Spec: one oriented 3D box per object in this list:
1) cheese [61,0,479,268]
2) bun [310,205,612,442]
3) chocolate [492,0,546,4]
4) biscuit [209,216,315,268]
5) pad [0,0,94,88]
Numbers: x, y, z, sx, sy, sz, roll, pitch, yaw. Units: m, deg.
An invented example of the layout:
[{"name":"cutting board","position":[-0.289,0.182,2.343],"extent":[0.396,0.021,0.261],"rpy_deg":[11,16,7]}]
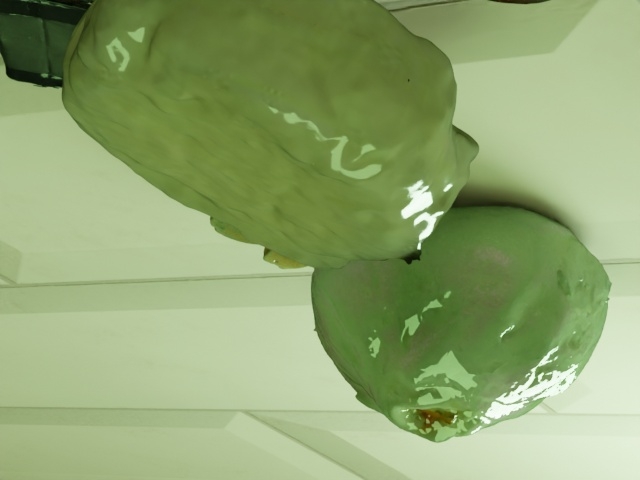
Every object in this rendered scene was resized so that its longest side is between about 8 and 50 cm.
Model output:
[{"name":"cheese","position":[-0.035,-0.089,1.213],"extent":[0.318,0.115,0.326],"rpy_deg":[15,161,31]},{"name":"bun","position":[0.130,0.096,1.601],"extent":[0.293,0.187,0.293],"rpy_deg":[-1,153,-1]},{"name":"chocolate","position":[0.094,-0.210,0.899],"extent":[0.177,0.177,0.177],"rpy_deg":[9,160,4]},{"name":"biscuit","position":[0.000,0.000,1.680],"extent":[0.234,0.030,0.153],"rpy_deg":[18,154,-20]},{"name":"pad","position":[-0.158,-0.150,1.382],"extent":[0.233,0.022,0.174],"rpy_deg":[11,161,2]}]
